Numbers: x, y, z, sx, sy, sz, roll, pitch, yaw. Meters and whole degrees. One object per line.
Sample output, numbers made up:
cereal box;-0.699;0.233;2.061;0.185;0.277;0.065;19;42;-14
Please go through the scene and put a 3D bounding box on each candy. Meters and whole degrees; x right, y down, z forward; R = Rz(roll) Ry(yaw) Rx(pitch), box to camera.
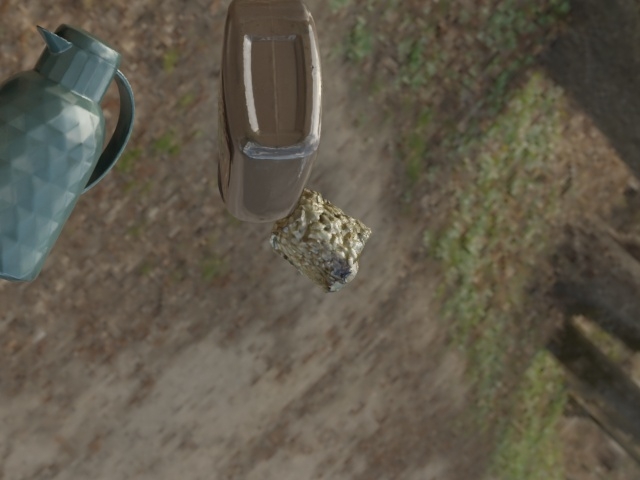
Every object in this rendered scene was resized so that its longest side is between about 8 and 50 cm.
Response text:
candy;0.000;0.000;1.397;0.085;0.110;0.095;-62;-173;-36

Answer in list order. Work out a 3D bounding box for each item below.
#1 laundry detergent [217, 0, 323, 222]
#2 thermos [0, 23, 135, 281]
laundry detergent;-0.047;-0.106;1.066;0.076;0.171;0.237;-1;165;-7
thermos;-0.312;-0.099;1.471;0.182;0.145;0.286;30;91;-51
